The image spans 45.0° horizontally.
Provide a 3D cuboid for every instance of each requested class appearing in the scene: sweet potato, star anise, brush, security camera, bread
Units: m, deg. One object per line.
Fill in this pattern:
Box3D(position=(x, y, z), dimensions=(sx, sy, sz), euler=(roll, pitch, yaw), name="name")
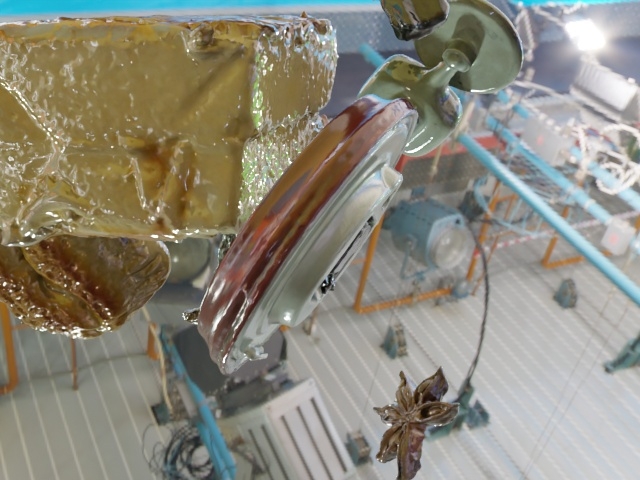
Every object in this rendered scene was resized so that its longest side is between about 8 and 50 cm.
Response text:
Box3D(position=(-0.223, 0.141, 1.450), dimensions=(0.041, 0.038, 0.153), euler=(1, 170, -41), name="sweet potato")
Box3D(position=(0.165, 0.310, 1.359), dimensions=(0.063, 0.208, 0.172), euler=(26, -168, -30), name="star anise")
Box3D(position=(0.033, -0.331, 0.728), dimensions=(0.070, 0.051, 0.323), euler=(-24, -100, 3), name="brush")
Box3D(position=(0.157, -0.221, 1.076), dimensions=(0.157, 0.301, 0.080), euler=(39, -119, -5), name="security camera")
Box3D(position=(-0.195, -0.162, 1.024), dimensions=(0.389, 0.279, 0.371), euler=(1, -162, 16), name="bread")

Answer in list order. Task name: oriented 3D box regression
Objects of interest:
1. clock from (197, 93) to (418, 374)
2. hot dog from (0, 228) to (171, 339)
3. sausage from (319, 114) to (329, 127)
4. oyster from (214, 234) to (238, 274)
Box3D(position=(0.000, 0.000, 0.761), dimensions=(0.080, 0.318, 0.318), euler=(37, -139, 9), name="clock")
Box3D(position=(-0.473, 0.012, 1.406), dimensions=(0.367, 0.365, 0.196), euler=(-22, -151, 29), name="hot dog")
Box3D(position=(0.027, -0.181, 1.543), dimensions=(0.035, 0.030, 0.147), euler=(-26, -91, -40), name="sausage")
Box3D(position=(-0.134, 0.013, 1.462), dimensions=(0.158, 0.351, 0.162), euler=(32, -156, 17), name="oyster")
